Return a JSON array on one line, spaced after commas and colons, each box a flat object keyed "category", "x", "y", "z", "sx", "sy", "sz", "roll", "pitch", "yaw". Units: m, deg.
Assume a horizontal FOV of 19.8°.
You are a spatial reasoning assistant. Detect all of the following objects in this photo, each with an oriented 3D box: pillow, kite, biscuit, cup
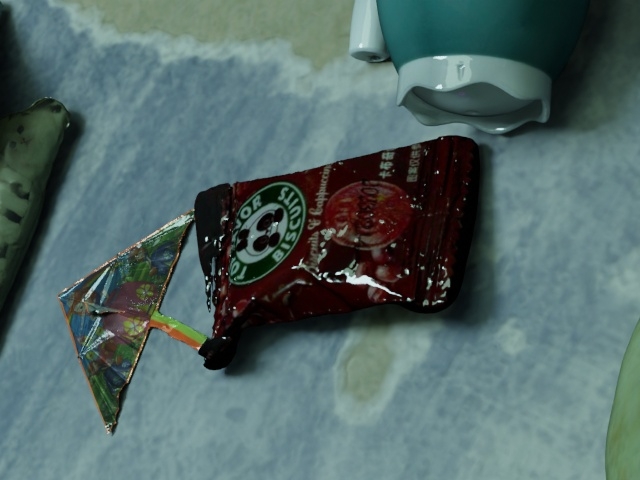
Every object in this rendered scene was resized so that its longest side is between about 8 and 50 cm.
[{"category": "pillow", "x": -0.282, "y": -0.014, "z": 1.508, "sx": 0.093, "sy": 0.051, "sz": 0.241, "roll": 16, "pitch": 78, "yaw": 8}, {"category": "kite", "x": -0.149, "y": 0.058, "z": 1.430, "sx": 0.159, "sy": 0.010, "sz": 0.190, "roll": 10, "pitch": 74, "yaw": 33}, {"category": "biscuit", "x": 0.000, "y": 0.006, "z": 1.335, "sx": 0.235, "sy": 0.063, "sz": 0.151, "roll": -15, "pitch": 50, "yaw": 30}, {"category": "cup", "x": 0.115, "y": -0.172, "z": 1.294, "sx": 0.300, "sy": 0.167, "sz": 0.173, "roll": -13, "pitch": 69, "yaw": 55}]

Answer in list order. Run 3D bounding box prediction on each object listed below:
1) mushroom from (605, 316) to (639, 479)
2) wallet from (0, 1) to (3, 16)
[{"category": "mushroom", "x": 0.315, "y": 0.109, "z": 0.979, "sx": 0.352, "sy": 0.260, "sz": 0.352, "roll": -19, "pitch": 57, "yaw": 31}, {"category": "wallet", "x": -0.403, "y": -0.091, "z": 1.554, "sx": 0.290, "sy": 0.054, "sz": 0.251, "roll": -34, "pitch": 21, "yaw": 14}]
